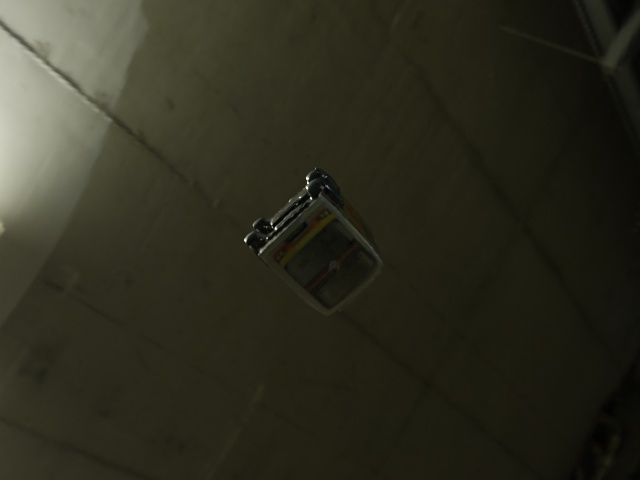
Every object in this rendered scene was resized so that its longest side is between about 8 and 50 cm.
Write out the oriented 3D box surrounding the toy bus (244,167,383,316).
[{"bbox_3d":[0.000,0.000,1.157,0.092,0.106,0.268,-43,5,4],"label":"toy bus"}]
